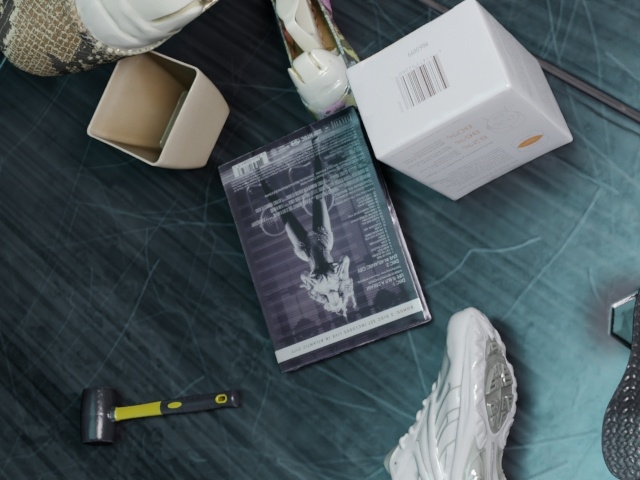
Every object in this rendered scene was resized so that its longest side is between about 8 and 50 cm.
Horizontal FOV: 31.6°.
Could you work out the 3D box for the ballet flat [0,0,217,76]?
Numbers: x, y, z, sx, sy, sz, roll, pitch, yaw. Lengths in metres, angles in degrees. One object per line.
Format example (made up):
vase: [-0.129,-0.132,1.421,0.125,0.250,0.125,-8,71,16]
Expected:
ballet flat: [-0.105,-0.307,1.106,0.482,0.164,0.182,-35,38,-5]

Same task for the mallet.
mallet: [-0.172,0.167,1.185,0.189,0.039,0.062,-18,68,20]

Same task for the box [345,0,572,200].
box: [0.125,-0.118,0.999,0.130,0.170,0.091,-28,68,22]

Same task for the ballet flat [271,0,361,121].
ballet flat: [-0.008,-0.194,1.147,0.077,0.079,0.221,-29,66,20]

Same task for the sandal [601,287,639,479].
sandal: [0.279,0.116,0.939,0.067,0.040,0.179,8,68,25]

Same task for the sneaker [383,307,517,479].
sneaker: [0.106,0.174,0.992,0.115,0.090,0.232,-3,76,33]

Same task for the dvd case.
dvd case: [0.000,0.000,1.111,0.164,0.018,0.221,-23,78,23]

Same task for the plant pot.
plant pot: [-0.163,-0.133,1.211,0.109,0.096,0.109,25,91,31]
